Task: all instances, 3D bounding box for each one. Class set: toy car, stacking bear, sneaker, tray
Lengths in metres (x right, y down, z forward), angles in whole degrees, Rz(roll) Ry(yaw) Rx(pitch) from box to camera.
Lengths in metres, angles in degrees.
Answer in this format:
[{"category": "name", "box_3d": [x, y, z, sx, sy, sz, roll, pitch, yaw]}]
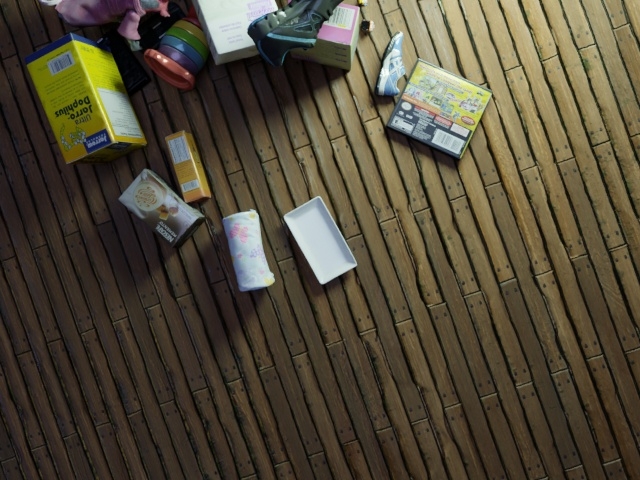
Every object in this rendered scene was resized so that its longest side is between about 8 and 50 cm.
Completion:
[{"category": "toy car", "box_3d": [0.161, -0.757, 1.667, 0.040, 0.060, 0.122, -6, 98, -28]}, {"category": "stacking bear", "box_3d": [-0.431, -0.664, 1.652, 0.175, 0.164, 0.289, 30, 81, -15]}, {"category": "sneaker", "box_3d": [-0.038, -0.631, 1.423, 0.340, 0.125, 0.140, -31, 117, 1]}, {"category": "tray", "box_3d": [0.000, 0.000, 1.699, 0.145, 0.030, 0.271, -29, 89, 3]}, {"category": "sneaker", "box_3d": [0.243, -0.583, 1.659, 0.081, 0.080, 0.211, 14, 101, -3]}]

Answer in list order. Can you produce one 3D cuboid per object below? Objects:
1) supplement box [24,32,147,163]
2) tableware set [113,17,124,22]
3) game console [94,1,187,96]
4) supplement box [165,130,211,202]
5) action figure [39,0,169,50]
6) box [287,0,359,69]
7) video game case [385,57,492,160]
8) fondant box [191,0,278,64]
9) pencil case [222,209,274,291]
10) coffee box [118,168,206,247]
[{"category": "supplement box", "box_3d": [-0.759, -0.448, 1.631, 0.195, 0.194, 0.357, -20, 93, 14]}, {"category": "tableware set", "box_3d": [-0.703, -0.835, 1.718, 0.141, 0.020, 0.169, 20, 86, 10]}, {"category": "game console", "box_3d": [-0.609, -0.668, 1.717, 0.361, 0.044, 0.213, -35, 89, 5]}, {"category": "supplement box", "box_3d": [-0.449, -0.248, 1.698, 0.080, 0.078, 0.234, -16, 89, 6]}, {"category": "action figure", "box_3d": [-0.635, -0.773, 1.574, 0.369, 0.275, 0.248, 9, 82, 20]}, {"category": "box", "box_3d": [0.008, -0.655, 1.581, 0.213, 0.243, 0.118, 13, 92, 4]}, {"category": "video game case", "box_3d": [0.395, -0.437, 1.668, 0.274, 0.035, 0.248, 25, 93, 3]}, {"category": "fondant box", "box_3d": [-0.275, -0.756, 1.584, 0.238, 0.096, 0.331, -21, 93, -17]}, {"category": "pencil case", "box_3d": [-0.242, 0.037, 1.672, 0.124, 0.113, 0.273, -14, 90, -5]}, {"category": "coffee box", "box_3d": [-0.534, -0.107, 1.693, 0.246, 0.098, 0.141, 43, 93, 2]}]
